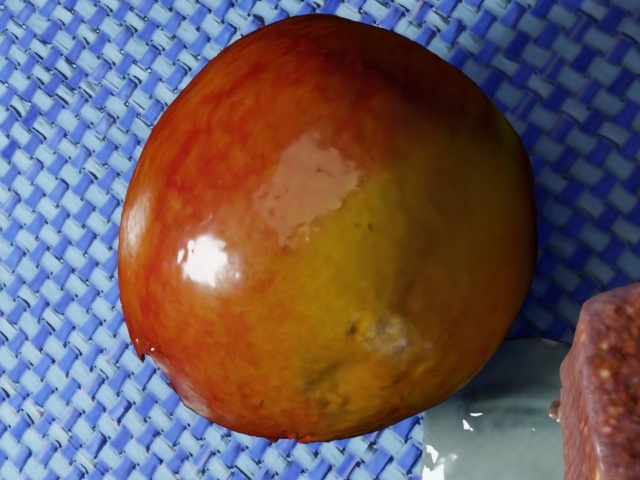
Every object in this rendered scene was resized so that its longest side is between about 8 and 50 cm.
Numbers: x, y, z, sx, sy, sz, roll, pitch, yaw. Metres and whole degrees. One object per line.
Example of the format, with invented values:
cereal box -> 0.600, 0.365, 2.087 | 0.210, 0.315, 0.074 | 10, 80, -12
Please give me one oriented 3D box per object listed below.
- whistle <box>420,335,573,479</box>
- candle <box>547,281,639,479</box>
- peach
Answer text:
whistle -> 0.108, 0.256, 0.934 | 0.168, 0.188, 0.405 | -5, 43, 30
candle -> 0.250, 0.120, 0.815 | 0.287, 0.131, 0.317 | 39, 66, 23
peach -> 0.000, 0.000, 0.984 | 0.281, 0.238, 0.281 | -4, 80, 24
